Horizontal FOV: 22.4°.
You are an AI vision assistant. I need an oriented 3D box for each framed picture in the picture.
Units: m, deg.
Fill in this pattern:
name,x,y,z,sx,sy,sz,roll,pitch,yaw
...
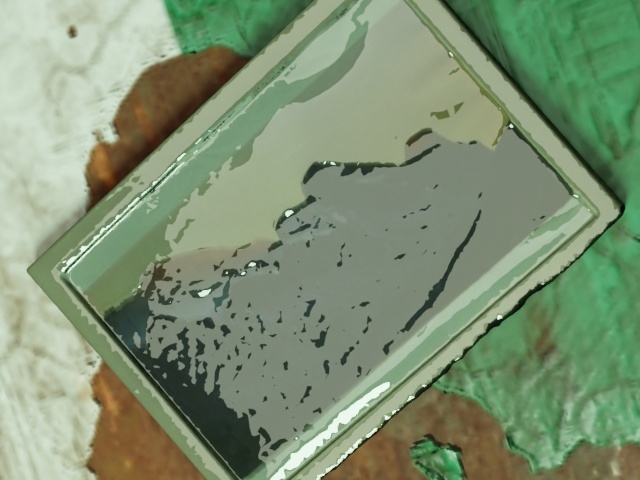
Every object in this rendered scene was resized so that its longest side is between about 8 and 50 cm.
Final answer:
name,x,y,z,sx,sy,sz,roll,pitch,yaw
framed picture,0.000,0.000,0.847,0.265,0.018,0.192,-43,87,11
